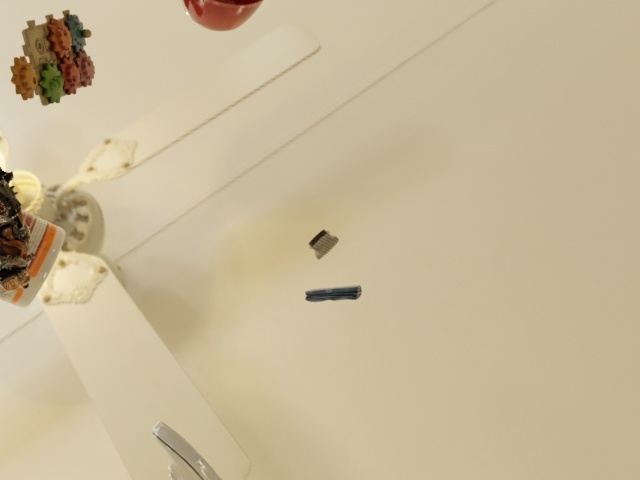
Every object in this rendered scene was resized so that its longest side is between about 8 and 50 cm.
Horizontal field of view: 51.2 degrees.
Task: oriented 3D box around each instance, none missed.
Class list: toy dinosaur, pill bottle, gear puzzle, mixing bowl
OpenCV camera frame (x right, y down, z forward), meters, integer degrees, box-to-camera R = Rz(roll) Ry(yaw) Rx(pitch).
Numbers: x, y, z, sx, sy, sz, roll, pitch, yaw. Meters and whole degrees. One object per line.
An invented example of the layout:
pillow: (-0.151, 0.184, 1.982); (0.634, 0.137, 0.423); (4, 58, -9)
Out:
toy dinosaur: (-0.643, -0.018, 1.311); (0.322, 0.218, 0.164); (20, -130, 42)
pill bottle: (-0.847, -0.012, 1.605); (0.392, 0.224, 0.224); (29, -124, -25)
gear puzzle: (-0.563, -0.385, 1.423); (0.044, 0.175, 0.339); (-2, -154, 8)
mixing bowl: (-0.196, -0.464, 1.267); (0.182, 0.098, 0.181); (12, -129, -15)

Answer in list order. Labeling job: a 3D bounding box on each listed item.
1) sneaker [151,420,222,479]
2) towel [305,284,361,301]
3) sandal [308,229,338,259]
sneaker: (-0.254, 0.468, 1.305); (0.091, 0.094, 0.258); (-42, -78, -19)
towel: (0.029, 0.117, 1.459); (0.120, 0.067, 0.029); (-6, -90, 12)
sandal: (0.000, 0.000, 1.489); (0.067, 0.179, 0.040); (-45, -105, -3)
